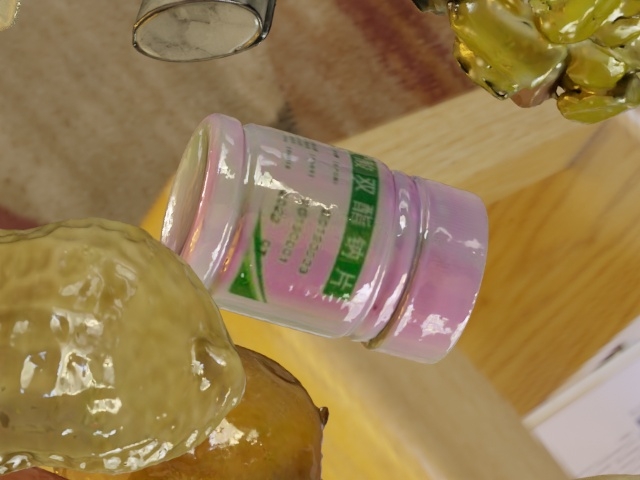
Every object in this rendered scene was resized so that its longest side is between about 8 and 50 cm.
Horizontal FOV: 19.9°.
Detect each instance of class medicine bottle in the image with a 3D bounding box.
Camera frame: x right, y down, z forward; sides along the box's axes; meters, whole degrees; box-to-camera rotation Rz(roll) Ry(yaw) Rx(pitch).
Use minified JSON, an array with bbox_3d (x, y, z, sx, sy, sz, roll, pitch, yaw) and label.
[{"bbox_3d":[0.000,0.000,2.025,0.325,0.212,0.212,17,124,-15],"label":"medicine bottle"}]

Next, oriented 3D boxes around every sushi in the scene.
[{"bbox_3d":[0.198,-0.264,1.372,0.328,0.328,0.285,-33,76,-1],"label":"sushi"}]

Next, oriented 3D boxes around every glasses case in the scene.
[{"bbox_3d":[-0.085,-0.261,1.559,0.114,0.299,0.060,-5,129,13],"label":"glasses case"}]

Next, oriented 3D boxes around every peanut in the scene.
[{"bbox_3d":[-0.158,0.062,1.010,0.233,0.197,0.110,-4,126,0],"label":"peanut"}]

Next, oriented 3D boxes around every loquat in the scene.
[{"bbox_3d":[-0.111,0.190,1.564,0.238,0.238,0.193,21,126,30],"label":"loquat"}]

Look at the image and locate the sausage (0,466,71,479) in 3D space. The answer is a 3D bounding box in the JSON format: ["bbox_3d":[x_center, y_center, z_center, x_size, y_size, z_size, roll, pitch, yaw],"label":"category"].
[{"bbox_3d":[-0.220,0.226,1.373,0.259,0.113,0.113,28,130,-19],"label":"sausage"}]

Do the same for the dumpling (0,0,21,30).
[{"bbox_3d":[-0.325,-0.277,1.613,0.150,0.092,0.176,-49,57,21],"label":"dumpling"}]

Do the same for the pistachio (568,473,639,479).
[{"bbox_3d":[0.185,0.338,1.456,0.365,0.445,0.281,1,116,38],"label":"pistachio"}]

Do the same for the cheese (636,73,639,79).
[{"bbox_3d":[0.291,-0.268,1.752,0.093,0.159,0.263,-15,88,37],"label":"cheese"}]
